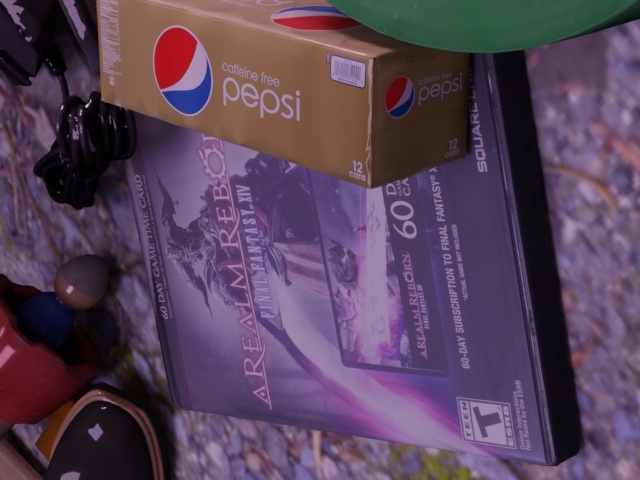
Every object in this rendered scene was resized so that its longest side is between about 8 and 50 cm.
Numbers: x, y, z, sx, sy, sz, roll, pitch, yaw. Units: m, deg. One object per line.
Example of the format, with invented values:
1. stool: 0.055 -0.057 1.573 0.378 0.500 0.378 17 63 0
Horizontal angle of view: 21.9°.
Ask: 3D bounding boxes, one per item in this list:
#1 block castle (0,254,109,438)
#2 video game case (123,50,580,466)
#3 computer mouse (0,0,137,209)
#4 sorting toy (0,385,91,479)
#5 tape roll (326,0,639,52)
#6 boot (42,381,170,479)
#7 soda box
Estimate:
1. block castle: -0.345 -0.067 0.948 0.213 0.303 0.453 -45 66 8
2. video game case: 0.000 0.000 0.807 0.274 0.026 0.196 1 105 47
3. computer mouse: -0.173 -0.142 0.873 0.262 0.060 0.184 71 160 -1
4. sorting toy: -0.236 0.175 1.121 0.229 0.041 0.307 43 133 28
5. tape roll: 0.064 -0.232 0.606 0.321 0.077 0.321 21 120 41
6. boot: -0.156 0.191 0.950 0.077 0.137 0.197 23 120 12
7. soda box: -0.021 -0.077 0.734 0.181 0.061 0.058 21 120 41
